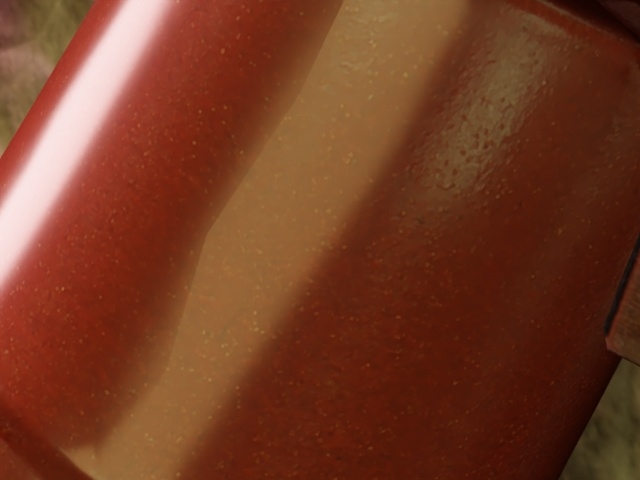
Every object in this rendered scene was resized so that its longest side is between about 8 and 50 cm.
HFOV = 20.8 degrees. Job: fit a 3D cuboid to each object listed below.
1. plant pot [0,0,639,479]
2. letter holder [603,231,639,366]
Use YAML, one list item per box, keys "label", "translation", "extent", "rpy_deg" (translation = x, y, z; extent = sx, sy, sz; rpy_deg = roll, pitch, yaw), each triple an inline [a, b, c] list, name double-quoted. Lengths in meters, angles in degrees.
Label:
- label: "plant pot"
  translation: [0.000, 0.000, 0.610]
  extent: [0.272, 0.272, 0.265]
  rpy_deg: [35, 112, 17]
- label: "letter holder"
  translation: [0.236, -0.037, 0.420]
  extent: [0.214, 0.302, 0.152]
  rpy_deg: [26, 117, 21]
